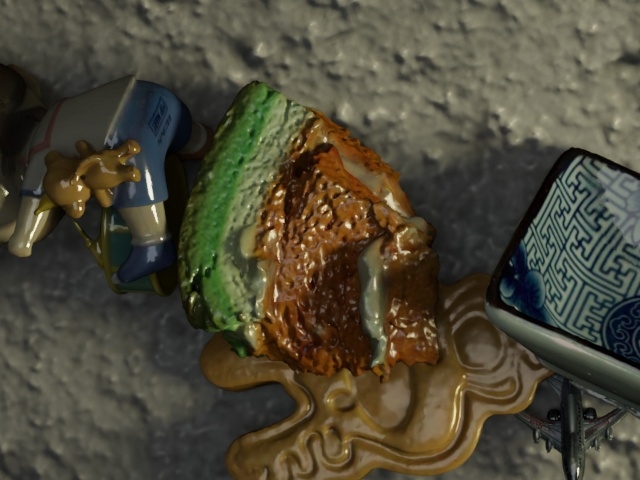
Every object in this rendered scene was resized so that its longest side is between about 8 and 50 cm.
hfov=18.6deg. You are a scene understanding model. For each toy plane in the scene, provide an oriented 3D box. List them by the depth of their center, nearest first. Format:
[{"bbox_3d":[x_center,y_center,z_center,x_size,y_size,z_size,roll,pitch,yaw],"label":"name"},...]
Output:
[{"bbox_3d":[0.165,0.123,1.279,0.079,0.031,0.083,-4,71,10],"label":"toy plane"}]

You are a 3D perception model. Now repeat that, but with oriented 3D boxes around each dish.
[{"bbox_3d":[0.228,0.060,1.230,0.243,0.182,0.080,24,132,9],"label":"dish"}]

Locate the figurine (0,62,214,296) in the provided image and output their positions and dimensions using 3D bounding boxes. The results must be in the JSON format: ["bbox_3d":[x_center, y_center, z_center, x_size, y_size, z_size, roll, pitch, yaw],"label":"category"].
[{"bbox_3d":[-0.214,-0.041,1.287,0.276,0.161,0.158,7,130,12],"label":"figurine"}]

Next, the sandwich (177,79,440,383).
[{"bbox_3d":[0.000,-0.009,1.249,0.160,0.109,0.184,6,77,15],"label":"sandwich"}]

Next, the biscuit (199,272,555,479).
[{"bbox_3d":[0.041,0.089,1.292,0.236,0.040,0.144,-17,83,12],"label":"biscuit"}]
